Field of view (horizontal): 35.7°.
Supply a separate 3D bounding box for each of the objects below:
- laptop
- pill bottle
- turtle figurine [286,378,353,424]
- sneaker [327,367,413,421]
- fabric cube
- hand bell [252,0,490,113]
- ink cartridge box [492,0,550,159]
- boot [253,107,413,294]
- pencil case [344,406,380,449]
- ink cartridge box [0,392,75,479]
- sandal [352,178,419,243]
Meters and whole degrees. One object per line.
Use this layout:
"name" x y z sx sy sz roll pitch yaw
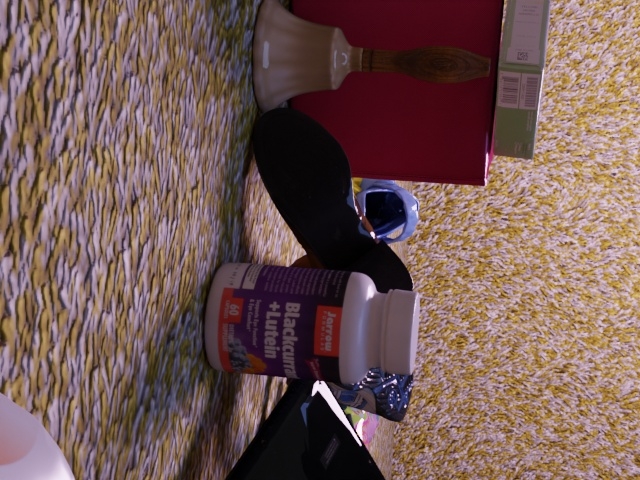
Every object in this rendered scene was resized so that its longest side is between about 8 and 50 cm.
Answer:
"laptop" -0.073 0.410 0.995 0.408 0.236 0.382 61 34 -17
"pill bottle" -0.005 0.081 0.952 0.108 0.193 0.108 4 90 -80
"turtle figurine" -0.012 0.237 1.216 0.175 0.118 0.234 94 -6 -47
"sneaker" 0.038 0.149 1.129 0.211 0.081 0.080 41 60 -47
"fabric cube" 0.108 -0.231 1.286 0.259 0.254 0.258 -57 149 -69
"hand bell" 0.059 -0.191 1.060 0.126 0.242 0.126 5 90 -80
"ink cartridge box" 0.243 -0.240 1.180 0.171 0.056 0.235 76 24 -58
"boot" 0.000 0.000 1.150 0.096 0.264 0.280 -38 174 -15
"pencil case" 0.008 0.315 1.372 0.284 0.124 0.124 -71 163 -56
"ink cartridge box" -0.122 0.102 0.351 0.045 0.179 0.145 -63 171 5
"sandal" 0.104 -0.055 1.693 0.317 0.138 0.126 -59 150 -72
